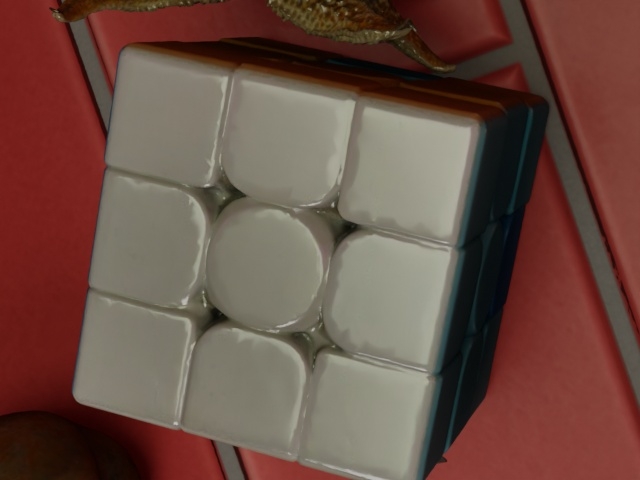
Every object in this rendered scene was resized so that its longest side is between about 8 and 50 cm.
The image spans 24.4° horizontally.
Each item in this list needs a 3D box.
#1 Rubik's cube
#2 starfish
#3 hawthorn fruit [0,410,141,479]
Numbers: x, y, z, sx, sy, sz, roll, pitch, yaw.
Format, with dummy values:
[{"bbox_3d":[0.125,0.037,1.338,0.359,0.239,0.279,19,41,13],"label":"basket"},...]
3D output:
[{"bbox_3d":[0.000,0.000,1.214,0.291,0.291,0.290,13,101,16],"label":"Rubik's cube"},{"bbox_3d":[-0.020,-0.214,1.208,0.293,0.301,0.084,22,126,11],"label":"starfish"},{"bbox_3d":[-0.293,0.247,1.415,0.251,0.199,0.199,13,102,33],"label":"hawthorn fruit"}]
